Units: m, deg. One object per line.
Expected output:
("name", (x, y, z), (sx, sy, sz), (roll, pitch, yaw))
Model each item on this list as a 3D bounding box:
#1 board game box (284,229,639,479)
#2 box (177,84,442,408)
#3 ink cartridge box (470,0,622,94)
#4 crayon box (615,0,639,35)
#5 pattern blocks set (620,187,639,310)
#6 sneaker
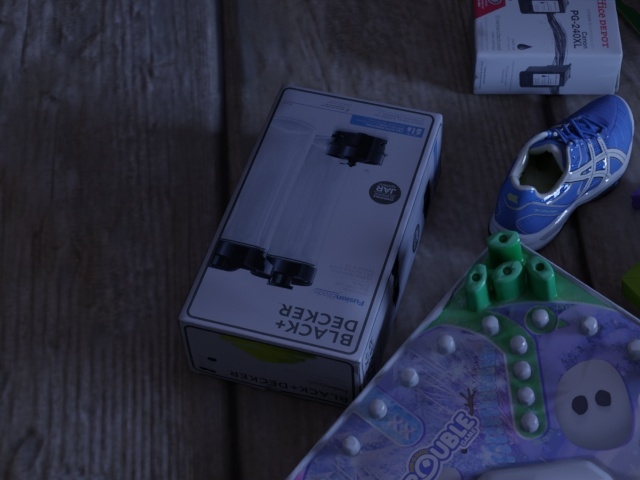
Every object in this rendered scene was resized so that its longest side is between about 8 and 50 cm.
("board game box", (0.172, 0.225, 0.989), (0.390, 0.050, 0.390), (35, 74, 25))
("box", (0.000, 0.000, 1.189), (0.169, 0.087, 0.290), (13, 55, 13))
("ink cartridge box", (0.234, -0.210, 1.349), (0.150, 0.063, 0.109), (0, 53, 3))
("crayon box", (0.460, -0.332, 1.419), (0.318, 0.081, 0.202), (-23, 56, -14))
("pattern blocks set", (0.399, 0.000, 1.125), (0.285, 0.026, 0.325), (-23, 31, -14))
("sneaker", (0.239, -0.076, 1.238), (0.080, 0.081, 0.211), (28, 58, 23))
